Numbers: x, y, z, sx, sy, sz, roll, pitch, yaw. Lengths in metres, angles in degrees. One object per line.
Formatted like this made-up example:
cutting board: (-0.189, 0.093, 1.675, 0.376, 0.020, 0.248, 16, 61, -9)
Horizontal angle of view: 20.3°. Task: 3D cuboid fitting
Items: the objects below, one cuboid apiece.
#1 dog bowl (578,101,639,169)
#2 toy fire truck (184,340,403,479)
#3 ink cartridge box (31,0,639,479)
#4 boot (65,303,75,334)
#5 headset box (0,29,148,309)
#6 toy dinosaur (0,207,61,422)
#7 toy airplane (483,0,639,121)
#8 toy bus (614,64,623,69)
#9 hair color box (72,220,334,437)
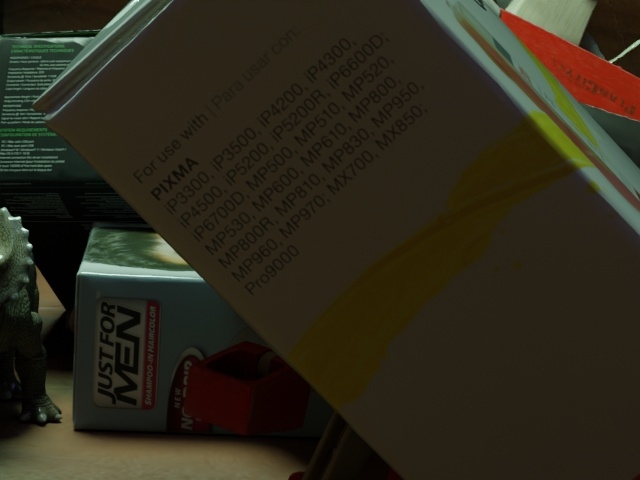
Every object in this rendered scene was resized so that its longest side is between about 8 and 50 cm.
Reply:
dog bowl: (0.107, -0.057, 1.181, 0.348, 0.102, 0.349, 18, 6, -2)
toy fire truck: (0.014, 0.115, 0.921, 0.047, 0.135, 0.192, 13, 14, 42)
ink cartridge box: (0.070, -0.006, 0.883, 0.385, 0.160, 0.279, 45, 13, -10)
boot: (-0.137, 0.064, 1.440, 0.087, 0.042, 0.118, 11, 13, 27)
headset box: (-0.113, -0.043, 1.450, 0.246, 0.131, 0.283, 0, -25, 9)
toy dinosaur: (-0.235, 0.033, 1.233, 0.121, 0.160, 0.313, 3, 11, -7)
toy airplane: (0.175, -0.101, 1.621, 0.386, 0.384, 0.272, -11, -29, -29)
toy bus: (0.306, -0.074, 1.863, 0.149, 0.212, 0.220, 10, -1, 40)
hair color box: (0.015, 0.064, 1.282, 0.374, 0.114, 0.185, 2, 11, -5)
